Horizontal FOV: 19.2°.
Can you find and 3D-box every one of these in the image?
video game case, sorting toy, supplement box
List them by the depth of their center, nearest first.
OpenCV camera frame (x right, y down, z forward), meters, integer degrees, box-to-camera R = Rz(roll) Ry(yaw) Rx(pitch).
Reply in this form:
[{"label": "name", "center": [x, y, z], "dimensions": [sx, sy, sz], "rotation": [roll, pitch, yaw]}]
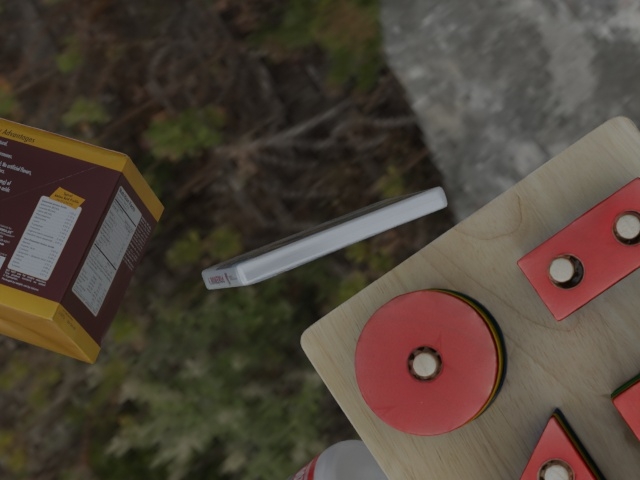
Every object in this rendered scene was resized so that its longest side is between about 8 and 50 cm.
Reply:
[{"label": "sorting toy", "center": [0.153, 0.096, 1.160], "dimensions": [0.255, 0.089, 0.257], "rotation": [-35, 84, 8]}, {"label": "video game case", "center": [0.000, 0.000, 1.739], "dimensions": [0.183, 0.201, 0.023], "rotation": [169, 81, -76]}, {"label": "supplement box", "center": [-0.302, -0.004, 1.997], "dimensions": [0.191, 0.194, 0.129], "rotation": [17, 161, 20]}]

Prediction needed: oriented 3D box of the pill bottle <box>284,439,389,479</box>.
[{"label": "pill bottle", "center": [-0.034, 0.318, 1.713], "dimensions": [0.283, 0.161, 0.161], "rotation": [-39, 90, 26]}]
